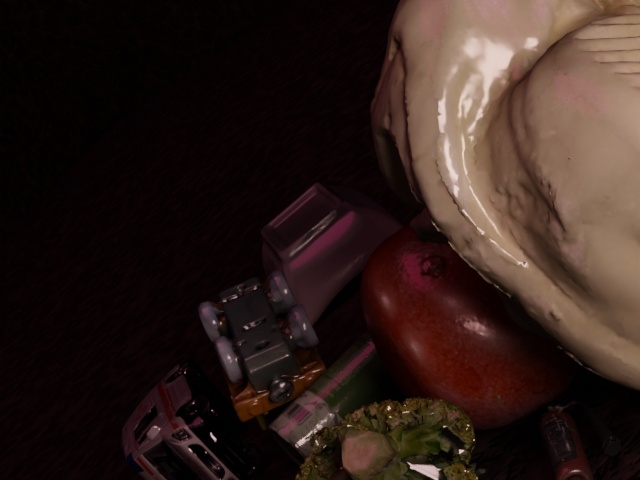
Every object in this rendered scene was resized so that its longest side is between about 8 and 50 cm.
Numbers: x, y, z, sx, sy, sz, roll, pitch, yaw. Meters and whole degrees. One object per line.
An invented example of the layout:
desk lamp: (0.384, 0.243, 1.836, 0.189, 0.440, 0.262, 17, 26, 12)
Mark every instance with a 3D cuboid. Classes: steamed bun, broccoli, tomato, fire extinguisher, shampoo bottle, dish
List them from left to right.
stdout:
dish: (0.000, 0.000, 1.736, 0.151, 0.077, 0.212, -40, 15, -1)
shampoo bottle: (0.047, 0.105, 1.339, 0.204, 0.065, 0.065, -44, 15, -14)
broccoli: (0.044, 0.163, 1.071, 0.131, 0.120, 0.130, 1, 60, 15)
tomato: (0.113, 0.062, 1.150, 0.167, 0.167, 0.167, -37, 15, 11)
fire extinguisher: (0.167, 0.125, 1.047, 0.046, 0.032, 0.100, -46, 18, 18)
steamed bun: (0.195, -0.041, 0.998, 0.339, 0.352, 0.247, -14, -44, -45)

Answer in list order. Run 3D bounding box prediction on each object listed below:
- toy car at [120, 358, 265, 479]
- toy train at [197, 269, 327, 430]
toy car: (-0.125, 0.186, 1.473, 0.108, 0.089, 0.210, -41, 13, -3)
toy train: (-0.043, 0.109, 1.437, 0.089, 0.127, 0.219, -24, 25, -3)
